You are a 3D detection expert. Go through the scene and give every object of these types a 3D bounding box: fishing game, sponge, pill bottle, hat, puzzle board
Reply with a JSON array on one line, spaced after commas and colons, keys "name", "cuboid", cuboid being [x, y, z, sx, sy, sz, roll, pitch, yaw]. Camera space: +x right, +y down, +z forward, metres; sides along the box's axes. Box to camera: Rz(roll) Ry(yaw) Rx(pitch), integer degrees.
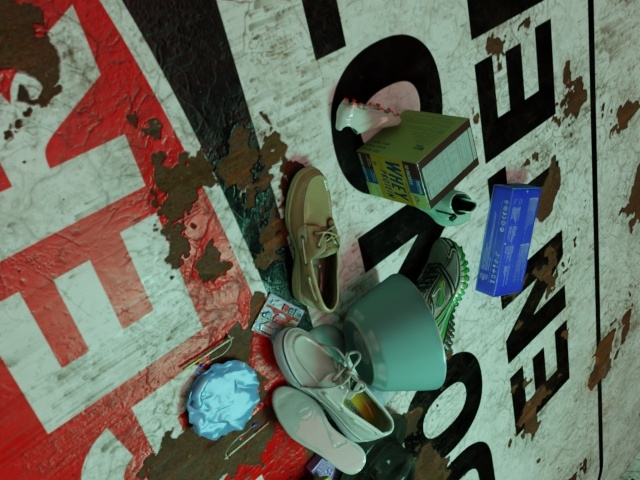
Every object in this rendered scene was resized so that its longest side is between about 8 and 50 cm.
[{"name": "fishing game", "cuboid": [-0.221, 0.359, 1.498, 0.189, 0.041, 0.264, -36, 118, -29]}, {"name": "sponge", "cuboid": [0.057, 0.581, 1.833, 0.210, 0.031, 0.117, -44, 129, -23]}, {"name": "pill bottle", "cuboid": [0.163, 0.409, 1.834, 0.160, 0.087, 0.087, -34, 125, -30]}, {"name": "hat", "cuboid": [0.187, 0.664, 1.885, 0.331, 0.134, 0.331, -25, 128, -37]}, {"name": "puzzle board", "cuboid": [-0.098, 0.189, 1.571, 0.128, 0.011, 0.096, 34, 80, -43]}]

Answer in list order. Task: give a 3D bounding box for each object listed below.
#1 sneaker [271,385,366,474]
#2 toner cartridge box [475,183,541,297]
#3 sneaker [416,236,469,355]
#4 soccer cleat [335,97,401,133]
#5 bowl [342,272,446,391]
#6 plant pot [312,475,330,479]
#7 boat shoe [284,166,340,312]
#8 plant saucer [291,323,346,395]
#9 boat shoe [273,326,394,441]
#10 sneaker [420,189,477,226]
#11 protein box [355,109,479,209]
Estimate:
[{"name": "sneaker", "cuboid": [-0.025, 0.473, 1.681, 0.296, 0.147, 0.104, 43, 74, -10]}, {"name": "toner cartridge box", "cuboid": [0.594, -0.004, 2.100, 0.165, 0.075, 0.348, -6, 108, -43]}, {"name": "sneaker", "cuboid": [0.310, 0.149, 1.837, 0.146, 0.134, 0.343, 21, 73, -24]}, {"name": "soccer cleat", "cuboid": [0.111, -0.287, 1.571, 0.196, 0.068, 0.076, 0, 119, -42]}, {"name": "bowl", "cuboid": [0.165, 0.254, 1.670, 0.163, 0.311, 0.311, -18, 117, -17]}, {"name": "plant pot", "cuboid": [-0.002, 0.763, 1.700, 0.228, 0.207, 0.227, -27, 127, -27]}, {"name": "boat shoe", "cuboid": [0.000, 0.000, 1.527, 0.121, 0.110, 0.341, -21, 118, -37]}, {"name": "plant saucer", "cuboid": [0.006, 0.311, 1.691, 0.195, 0.037, 0.195, -16, 115, -39]}, {"name": "boat shoe", "cuboid": [0.049, 0.337, 1.563, 0.367, 0.156, 0.136, 52, 47, -13]}, {"name": "sneaker", "cuboid": [0.377, -0.081, 1.820, 0.256, 0.151, 0.094, 16, 91, -46]}, {"name": "protein box", "cuboid": [0.237, -0.201, 1.615, 0.201, 0.200, 0.136, -41, 128, -25]}]
